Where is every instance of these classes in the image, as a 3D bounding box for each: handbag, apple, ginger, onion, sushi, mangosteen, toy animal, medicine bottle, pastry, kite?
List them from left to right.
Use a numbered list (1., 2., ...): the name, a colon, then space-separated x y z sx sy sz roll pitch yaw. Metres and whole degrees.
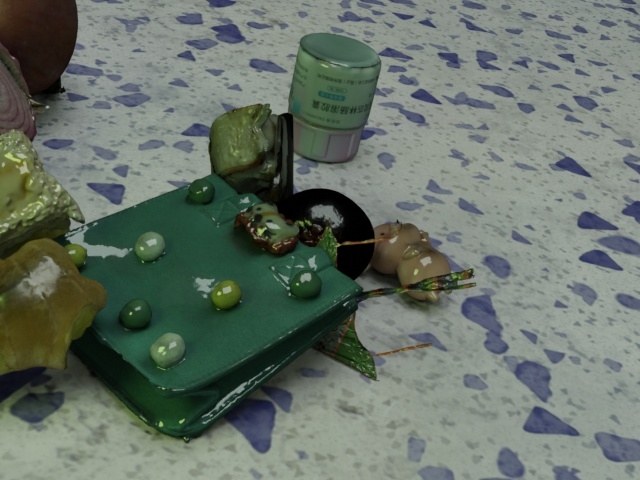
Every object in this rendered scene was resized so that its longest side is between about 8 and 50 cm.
1. onion: -0.475 -0.173 1.194 0.201 0.207 0.200 -19 38 16
2. pastry: -0.387 -0.014 0.973 0.258 0.089 0.121 -28 72 -7
3. ginger: -0.349 0.086 0.888 0.295 0.086 0.131 -16 82 -8
4. apple: -0.494 -0.335 1.373 0.306 0.305 0.235 21 3 12
5. handbag: -0.137 0.046 1.016 0.274 0.100 0.269 -31 51 -30
6. sushi: -0.100 -0.102 1.205 0.109 0.134 0.273 0 4 5
7. mangosteen: 0.000 0.000 1.183 0.137 0.137 0.151 17 -2 5
8. medicine bottle: 0.016 -0.223 1.480 0.135 0.168 0.135 10 33 -7
9. kite: 0.055 0.061 1.079 0.244 0.198 0.006 -16 -14 11
10. toy animal: 0.110 0.028 1.217 0.083 0.089 0.150 12 20 -47

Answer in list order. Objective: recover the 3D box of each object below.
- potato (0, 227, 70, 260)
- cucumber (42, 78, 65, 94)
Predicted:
1. potato: -0.419 -0.046 1.072 0.272 0.111 0.160 18 43 1
2. cucumber: -0.444 -0.285 1.522 0.053 0.053 0.181 -2 36 -23
